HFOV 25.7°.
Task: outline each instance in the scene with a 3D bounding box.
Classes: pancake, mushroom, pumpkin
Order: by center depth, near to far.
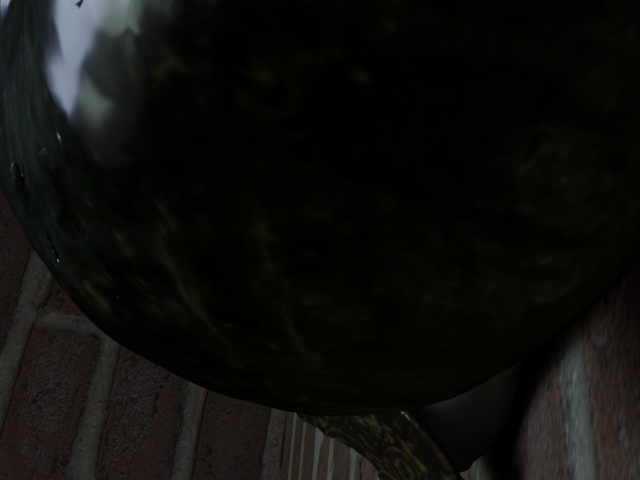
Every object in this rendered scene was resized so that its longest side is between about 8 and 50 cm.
[{"bbox_3d":[0.024,-0.146,0.625,0.454,0.344,0.455,-172,90,-68],"label":"pumpkin"},{"bbox_3d":[0.095,0.062,0.912,0.351,0.097,0.109,111,166,-57],"label":"mushroom"},{"bbox_3d":[0.054,0.173,0.951,0.184,0.020,0.191,5,118,55],"label":"pancake"}]
